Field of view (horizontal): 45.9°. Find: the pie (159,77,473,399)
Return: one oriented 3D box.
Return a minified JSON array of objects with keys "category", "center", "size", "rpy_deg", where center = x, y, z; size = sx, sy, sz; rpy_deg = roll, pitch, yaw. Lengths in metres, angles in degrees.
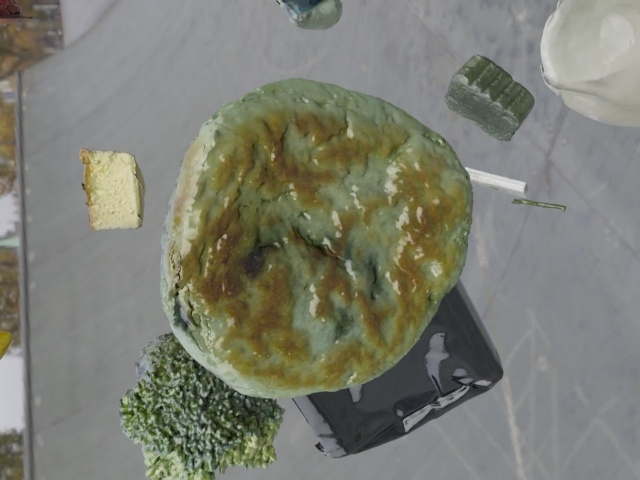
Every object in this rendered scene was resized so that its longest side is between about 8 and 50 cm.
[{"category":"pie","center":[0.000,0.000,0.526],"size":[0.054,0.241,0.240],"rpy_deg":[-157,61,-63]}]

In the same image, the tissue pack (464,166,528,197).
[{"category":"tissue pack","center":[0.300,-0.099,1.295],"size":[0.056,0.108,0.023],"rpy_deg":[19,-93,-68]}]

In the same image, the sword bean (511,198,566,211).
[{"category":"sword bean","center":[0.337,-0.056,1.167],"size":[0.012,0.083,0.012],"rpy_deg":[9,-90,-81]}]

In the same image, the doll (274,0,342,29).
[{"category":"doll","center":[-0.038,-0.348,0.938],"size":[0.072,0.103,0.214],"rpy_deg":[15,145,43]}]

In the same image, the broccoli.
[{"category":"broccoli","center":[-0.175,0.262,1.177],"size":[0.235,0.288,0.259],"rpy_deg":[-3,95,42]}]

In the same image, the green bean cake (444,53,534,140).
[{"category":"green bean cake","center":[0.384,-0.317,1.710],"size":[0.185,0.094,0.183],"rpy_deg":[40,173,8]}]

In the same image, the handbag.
[{"category":"handbag","center":[0.053,0.102,0.976],"size":[0.301,0.275,0.178],"rpy_deg":[58,-170,-24]}]

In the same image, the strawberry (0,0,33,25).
[{"category":"strawberry","center":[-0.637,-0.378,1.173],"size":[0.254,0.280,0.150],"rpy_deg":[-2,106,34]}]

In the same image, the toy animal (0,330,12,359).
[{"category":"toy animal","center":[-0.513,0.165,0.999],"size":[0.230,0.156,0.156],"rpy_deg":[10,109,41]}]

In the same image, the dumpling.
[{"category":"dumpling","center":[0.469,-0.301,1.129],"size":[0.181,0.341,0.260],"rpy_deg":[-127,48,-76]}]

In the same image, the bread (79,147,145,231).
[{"category":"bread","center":[-0.283,-0.070,1.035],"size":[0.109,0.084,0.080],"rpy_deg":[96,174,-67]}]
